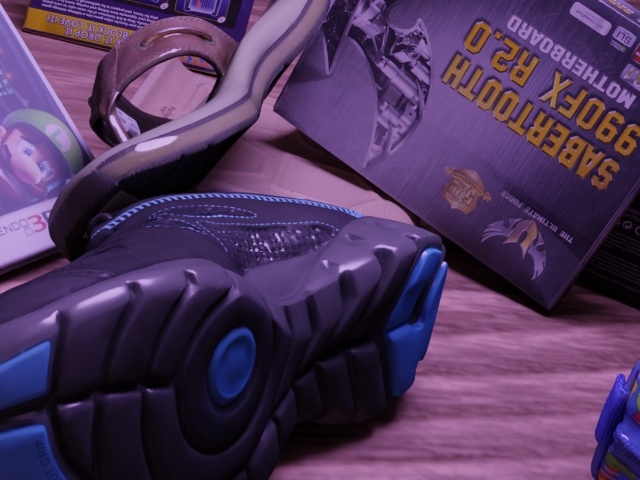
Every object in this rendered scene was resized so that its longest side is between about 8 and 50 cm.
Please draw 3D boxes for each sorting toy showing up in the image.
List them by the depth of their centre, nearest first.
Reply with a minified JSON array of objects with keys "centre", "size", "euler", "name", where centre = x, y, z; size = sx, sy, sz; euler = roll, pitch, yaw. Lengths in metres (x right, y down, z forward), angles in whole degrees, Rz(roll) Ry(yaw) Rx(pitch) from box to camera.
[{"centre":[-0.029,-0.053,0.998],"size":[0.208,0.038,0.193],"euler":[22,23,-3],"name":"sorting toy"}]

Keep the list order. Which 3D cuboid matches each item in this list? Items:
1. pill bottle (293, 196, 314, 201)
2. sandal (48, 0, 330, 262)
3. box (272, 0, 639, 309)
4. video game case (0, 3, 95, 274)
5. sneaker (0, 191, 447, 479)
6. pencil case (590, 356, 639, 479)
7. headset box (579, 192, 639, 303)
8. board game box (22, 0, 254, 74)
[{"centre":[0.000,0.000,0.884],"size":[0.083,0.043,0.043],"euler":[18,23,-1],"name":"pill bottle"},{"centre":[-0.084,-0.082,0.846],"size":[0.086,0.120,0.303],"euler":[40,33,-6],"name":"sandal"},{"centre":[0.108,-0.097,0.945],"size":[0.231,0.183,0.056],"euler":[37,22,12],"name":"box"},{"centre":[-0.205,-0.070,0.794],"size":[0.190,0.022,0.173],"euler":[58,31,3],"name":"video game case"},{"centre":[-0.070,0.047,0.667],"size":[0.139,0.125,0.341],"euler":[18,13,25],"name":"sneaker"},{"centre":[0.268,0.137,0.679],"size":[0.306,0.119,0.133],"euler":[33,30,32],"name":"pencil case"},{"centre":[0.256,-0.062,1.090],"size":[0.246,0.131,0.283],"euler":[24,24,13],"name":"headset box"},{"centre":[-0.131,-0.214,1.139],"size":[0.170,0.141,0.048],"euler":[12,25,-12],"name":"board game box"}]
